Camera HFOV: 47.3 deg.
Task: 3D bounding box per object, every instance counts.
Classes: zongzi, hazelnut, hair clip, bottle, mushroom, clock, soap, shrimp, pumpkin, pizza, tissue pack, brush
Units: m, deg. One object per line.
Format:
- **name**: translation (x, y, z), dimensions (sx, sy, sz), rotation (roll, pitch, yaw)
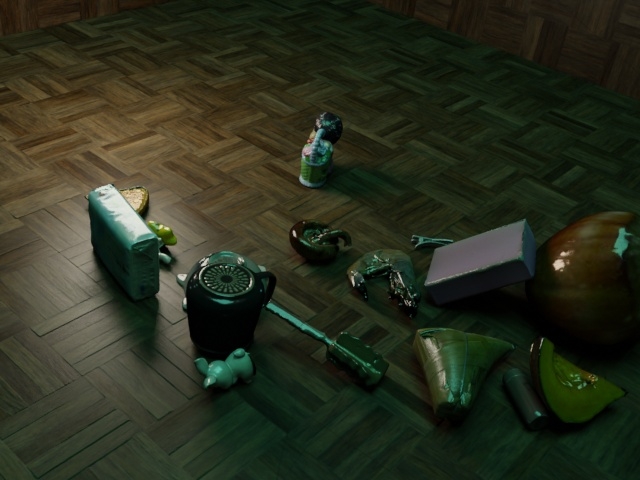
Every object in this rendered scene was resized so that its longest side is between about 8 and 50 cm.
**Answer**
- **zongzi**: translation (0.340, 0.294, 1.585), dimensions (0.256, 0.115, 0.228), rotation (9, 37, -16)
- **hazelnut**: translation (0.685, 0.087, 1.780), dimensions (0.372, 0.315, 0.372), rotation (-6, 4, 0)
- **hair clip**: translation (0.312, 0.011, 2.039), dimensions (0.115, 0.030, 0.039), rotation (3, 54, -2)
- **bottle**: translation (0.440, 0.339, 1.571), dimensions (0.053, 0.053, 0.140), rotation (-3, 36, -14)
- **mushroom**: translation (0.000, 0.001, 1.951), dimensions (0.171, 0.080, 0.135), rotation (4, 47, -6)
- **clock**: translation (0.001, -0.284, 2.257), dimensions (0.100, 0.195, 0.194), rotation (16, 34, 6)
- **soap**: translation (0.401, 0.057, 1.829), dimensions (0.259, 0.081, 0.181), rotation (-21, 23, 28)
- **shrimp**: translation (0.159, 0.097, 1.854), dimensions (0.178, 0.075, 0.289), rotation (-4, 37, -2)
- **pumpkin**: translation (0.516, 0.321, 1.578), dimensions (0.254, 0.130, 0.149), rotation (32, 73, -17)
- **pizza**: translation (-0.568, -0.093, 2.017), dimensions (0.176, 0.036, 0.184), rotation (3, 37, -4)
- **tissue pack**: translation (-0.481, 0.003, 1.772), dimensions (0.089, 0.177, 0.263), rotation (-17, 42, -30)
- **brush**: translation (0.010, 0.216, 1.604), dimensions (0.301, 0.071, 0.084), rotation (33, 43, 9)

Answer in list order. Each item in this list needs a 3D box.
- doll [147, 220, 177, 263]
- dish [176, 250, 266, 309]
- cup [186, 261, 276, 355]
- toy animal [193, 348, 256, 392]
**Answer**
- **doll**: translation (-0.439, 0.009, 1.883), dimensions (0.135, 0.071, 0.113), rotation (4, 53, 6)
- **dish**: translation (-0.241, 0.081, 1.785), dimensions (0.228, 0.086, 0.236), rotation (18, 36, 15)
- **cup**: translation (-0.192, 0.145, 1.625), dimensions (0.223, 0.176, 0.169), rotation (-18, 40, -38)
- **toy animal**: translation (-0.201, 0.275, 1.530), dimensions (0.124, 0.085, 0.071), rotation (-21, 61, -26)
